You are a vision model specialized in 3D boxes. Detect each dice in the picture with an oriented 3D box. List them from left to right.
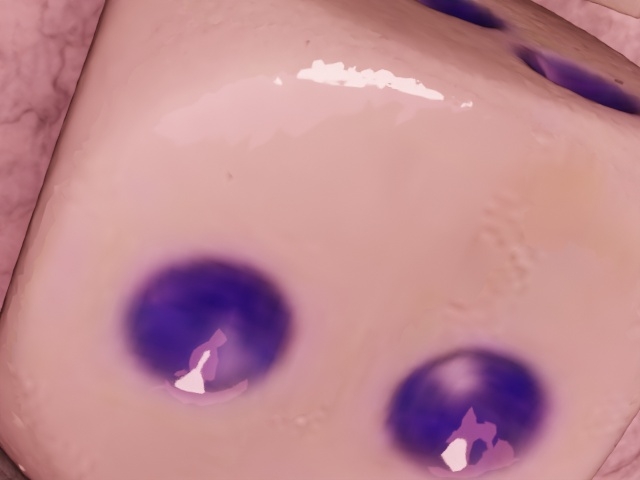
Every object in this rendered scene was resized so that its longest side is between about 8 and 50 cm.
[{"bbox_3d":[0.000,0.000,0.671,0.304,0.277,0.304,19,114,-13],"label":"dice"}]

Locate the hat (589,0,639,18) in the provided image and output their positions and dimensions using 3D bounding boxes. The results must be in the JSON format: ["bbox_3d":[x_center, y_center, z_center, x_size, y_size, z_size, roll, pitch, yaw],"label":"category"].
[{"bbox_3d":[0.168,-0.289,0.601,0.301,0.168,0.258,-34,141,-9],"label":"hat"}]

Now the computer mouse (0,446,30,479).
[{"bbox_3d":[-0.335,0.127,0.821,0.203,0.114,0.374,-29,117,13],"label":"computer mouse"}]
